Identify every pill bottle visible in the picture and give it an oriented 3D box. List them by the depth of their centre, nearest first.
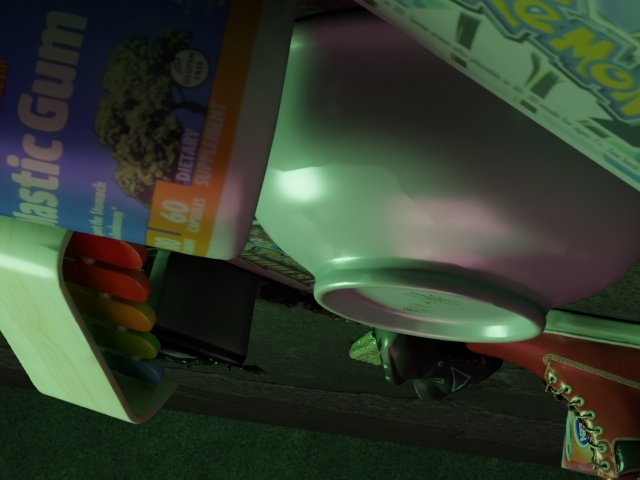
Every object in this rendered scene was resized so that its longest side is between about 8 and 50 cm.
[{"bbox_3d":[-0.156,-0.088,0.576,0.272,0.152,0.152,11,166,-6],"label":"pill bottle"}]

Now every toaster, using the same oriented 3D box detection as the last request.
[{"bbox_3d":[-0.172,0.077,1.314,0.168,0.110,0.185,-2,161,41],"label":"toaster"}]

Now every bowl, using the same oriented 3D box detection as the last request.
[{"bbox_3d":[0.075,-0.017,0.735,0.297,0.134,0.298,10,165,3],"label":"bowl"}]

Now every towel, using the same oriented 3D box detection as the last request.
[{"bbox_3d":[0.100,0.150,1.580,0.110,0.027,0.148,13,165,-10],"label":"towel"}]

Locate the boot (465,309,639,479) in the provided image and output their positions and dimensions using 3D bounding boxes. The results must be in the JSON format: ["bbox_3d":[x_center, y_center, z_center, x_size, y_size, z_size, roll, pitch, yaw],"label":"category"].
[{"bbox_3d":[0.261,0.168,1.240,0.244,0.176,0.088,8,167,13],"label":"boot"}]

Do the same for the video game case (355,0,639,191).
[{"bbox_3d":[0.133,-0.094,0.379,0.329,0.036,0.300,33,162,-7],"label":"video game case"}]

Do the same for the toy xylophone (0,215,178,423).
[{"bbox_3d":[-0.263,0.059,1.129,0.236,0.081,0.323,18,145,17],"label":"toy xylophone"}]

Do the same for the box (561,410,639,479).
[{"bbox_3d":[0.456,0.236,1.435,0.300,0.142,0.154,18,164,-28],"label":"box"}]

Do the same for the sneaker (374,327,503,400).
[{"bbox_3d":[0.132,0.113,1.333,0.106,0.101,0.267,-13,162,17],"label":"sneaker"}]

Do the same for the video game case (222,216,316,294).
[{"bbox_3d":[0.000,0.000,1.050,0.248,0.035,0.275,-4,160,42],"label":"video game case"}]

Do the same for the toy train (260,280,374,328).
[{"bbox_3d":[0.006,0.075,1.354,0.158,0.027,0.036,15,169,-16],"label":"toy train"}]
